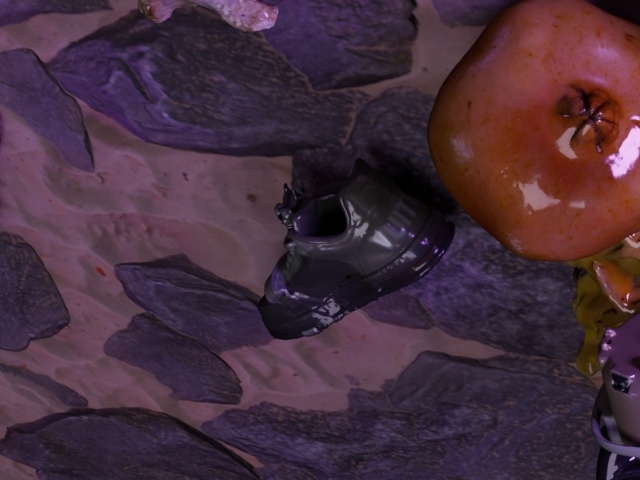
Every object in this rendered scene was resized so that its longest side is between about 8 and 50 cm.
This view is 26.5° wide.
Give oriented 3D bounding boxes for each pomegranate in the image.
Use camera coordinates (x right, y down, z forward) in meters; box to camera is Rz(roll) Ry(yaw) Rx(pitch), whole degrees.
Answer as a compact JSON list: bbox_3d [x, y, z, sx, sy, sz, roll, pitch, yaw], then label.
[{"bbox_3d":[0.186,-0.087,1.077,0.209,0.209,0.209,18,145,13],"label":"pomegranate"}]

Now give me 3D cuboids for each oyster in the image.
[{"bbox_3d":[-0.116,-0.248,1.180,0.191,0.081,0.163,27,142,-6],"label":"oyster"}]

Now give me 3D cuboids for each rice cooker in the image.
[{"bbox_3d":[0.329,0.122,1.151,0.206,0.145,0.127,-4,122,29],"label":"rice cooker"}]

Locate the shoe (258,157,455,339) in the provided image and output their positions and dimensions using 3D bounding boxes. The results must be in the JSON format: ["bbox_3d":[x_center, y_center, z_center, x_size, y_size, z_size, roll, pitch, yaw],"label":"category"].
[{"bbox_3d":[-0.002,0.001,1.409,0.149,0.109,0.293,44,140,-16],"label":"shoe"}]

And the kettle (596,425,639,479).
[{"bbox_3d":[0.422,0.292,1.451,0.290,0.207,0.268,14,115,34],"label":"kettle"}]

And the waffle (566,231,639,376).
[{"bbox_3d":[0.402,0.057,1.223,0.382,0.095,0.379,9,140,21],"label":"waffle"}]
